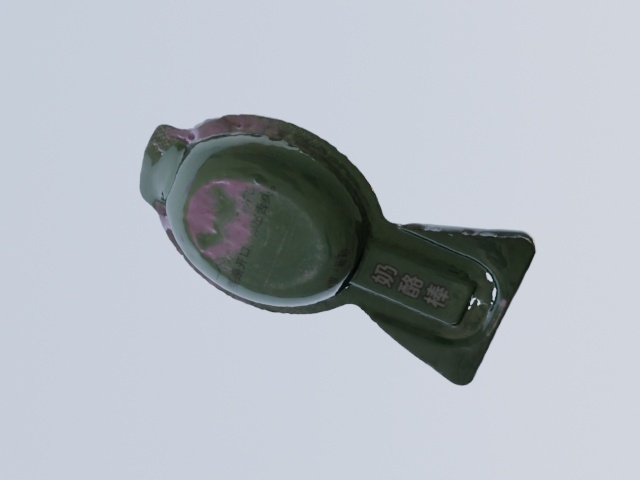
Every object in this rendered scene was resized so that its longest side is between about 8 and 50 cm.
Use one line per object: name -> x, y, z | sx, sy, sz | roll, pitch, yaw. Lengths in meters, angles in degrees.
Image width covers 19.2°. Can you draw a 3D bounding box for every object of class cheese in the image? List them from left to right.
cheese -> 0.000, 0.000, 0.572 | 0.121, 0.026, 0.067 | 24, -56, 3
